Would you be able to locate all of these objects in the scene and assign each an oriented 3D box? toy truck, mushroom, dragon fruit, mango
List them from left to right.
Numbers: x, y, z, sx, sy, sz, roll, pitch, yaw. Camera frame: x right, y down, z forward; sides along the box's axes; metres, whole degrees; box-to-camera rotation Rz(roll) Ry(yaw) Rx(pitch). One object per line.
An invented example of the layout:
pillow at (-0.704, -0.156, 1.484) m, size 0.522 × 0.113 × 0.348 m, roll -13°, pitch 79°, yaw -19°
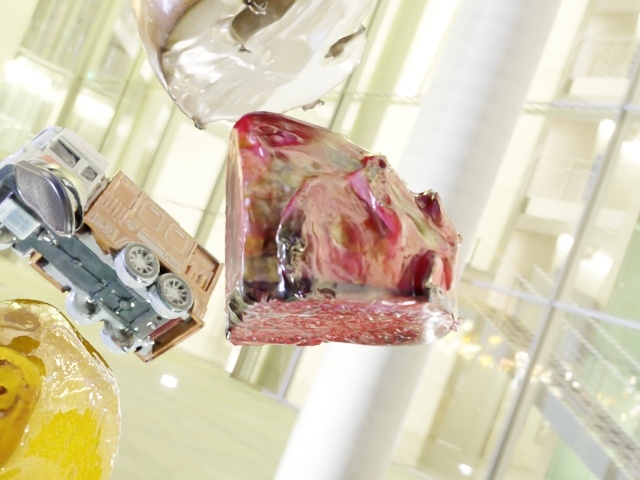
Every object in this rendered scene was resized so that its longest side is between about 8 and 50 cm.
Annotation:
mango at (-0.241, 0.153, 0.797) m, size 0.144 × 0.186 × 0.359 m, roll 13°, pitch -35°, yaw -3°
toy truck at (-0.344, -0.005, 1.539) m, size 0.387 × 0.207 × 0.173 m, roll 44°, pitch -54°, yaw -17°
mushroom at (-0.068, -0.186, 0.731) m, size 0.151 × 0.156 × 0.286 m, roll 53°, pitch 18°, yaw 12°
dragon fruit at (0.000, 0.000, 0.624) m, size 0.189 × 0.163 × 0.261 m, roll 62°, pitch -9°, yaw 5°

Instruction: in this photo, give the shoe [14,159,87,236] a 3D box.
shoe at (-0.274, -0.052, 1.015) m, size 0.053 × 0.062 × 0.159 m, roll -14°, pitch 25°, yaw -34°
